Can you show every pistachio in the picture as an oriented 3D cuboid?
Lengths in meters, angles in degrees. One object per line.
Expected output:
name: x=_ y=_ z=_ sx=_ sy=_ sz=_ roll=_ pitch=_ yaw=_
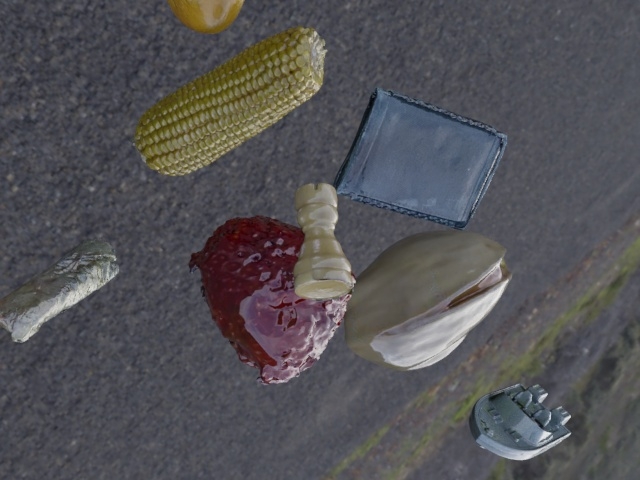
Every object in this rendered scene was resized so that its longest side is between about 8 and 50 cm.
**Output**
pistachio: x=0.237 y=0.129 z=1.764 sx=0.445 sy=0.281 sz=0.365 roll=-27 pitch=-174 yaw=-26

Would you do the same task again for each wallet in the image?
wallet: x=0.208 y=-0.166 z=1.594 sx=0.342 sy=0.075 sz=0.237 roll=13 pitch=111 yaw=-28

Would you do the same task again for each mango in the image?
mango: x=-0.183 y=-0.447 z=1.171 sx=0.109 sy=0.157 sz=0.262 roll=-41 pitch=140 yaw=-49

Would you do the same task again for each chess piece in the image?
chess piece: x=0.000 y=0.000 z=0.847 sx=0.066 sy=0.122 sz=0.066 roll=-3 pitch=154 yaw=-2

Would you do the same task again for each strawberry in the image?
strawberry: x=-0.056 y=0.074 z=1.151 sx=0.220 sy=0.274 sz=0.274 roll=-22 pitch=156 yaw=11

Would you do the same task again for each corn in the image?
corn: x=-0.157 y=-0.227 z=1.304 sx=0.387 sy=0.144 sz=0.144 roll=-23 pitch=163 yaw=23

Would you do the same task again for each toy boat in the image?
toy boat: x=0.367 y=0.341 z=1.441 sx=0.319 sy=0.141 sz=0.092 roll=1 pitch=128 yaw=-53

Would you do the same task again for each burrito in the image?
burrito: x=-0.276 y=0.050 z=0.807 sx=0.042 sy=0.051 sz=0.171 roll=-52 pitch=176 yaw=33
